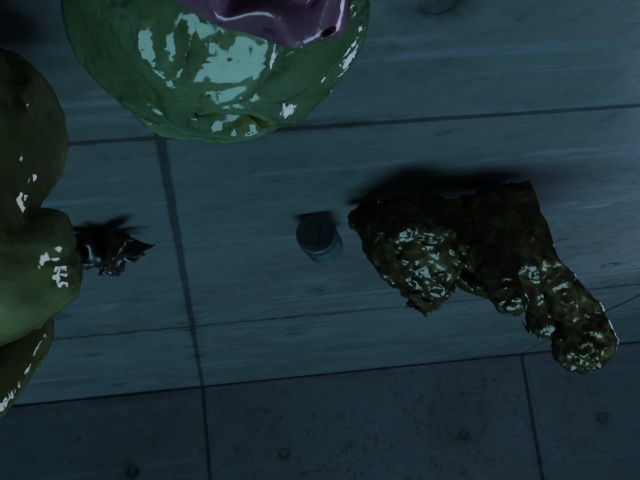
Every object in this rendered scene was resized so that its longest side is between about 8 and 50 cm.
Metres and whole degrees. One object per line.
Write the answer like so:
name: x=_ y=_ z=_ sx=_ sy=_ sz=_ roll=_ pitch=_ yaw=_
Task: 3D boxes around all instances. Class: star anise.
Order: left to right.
star anise: x=-0.265 y=0.019 z=1.152 sx=0.124 sy=0.056 sz=0.129 roll=-8 pitch=165 yaw=4

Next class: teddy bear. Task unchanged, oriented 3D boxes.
teddy bear: x=0.196 y=0.054 z=1.129 sx=0.222 sy=0.296 sz=0.246 roll=-28 pitch=-163 yaw=-4

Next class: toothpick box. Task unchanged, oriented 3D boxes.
toothpick box: x=0.000 y=0.000 z=1.209 sx=0.052 sy=0.052 sz=0.083 roll=-9 pitch=166 yaw=7

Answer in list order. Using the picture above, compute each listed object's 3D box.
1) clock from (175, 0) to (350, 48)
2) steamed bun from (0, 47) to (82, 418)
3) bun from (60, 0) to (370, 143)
clock: x=-0.022 y=-0.187 z=0.384 sx=0.194 sy=0.100 sz=0.195 roll=14 pitch=139 yaw=-31
steamed bun: x=-0.285 y=0.018 z=0.625 sx=0.230 sy=0.325 sz=0.372 roll=33 pitch=152 yaw=-10
bun: x=-0.063 y=-0.128 z=0.582 sx=0.195 sy=0.118 sz=0.195 roll=-4 pitch=163 yaw=-1
